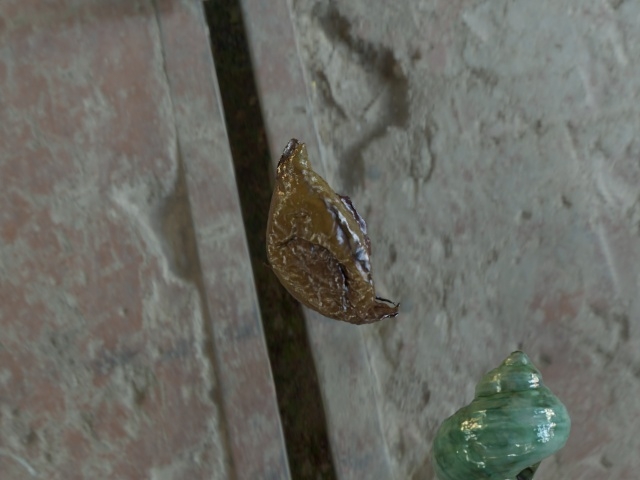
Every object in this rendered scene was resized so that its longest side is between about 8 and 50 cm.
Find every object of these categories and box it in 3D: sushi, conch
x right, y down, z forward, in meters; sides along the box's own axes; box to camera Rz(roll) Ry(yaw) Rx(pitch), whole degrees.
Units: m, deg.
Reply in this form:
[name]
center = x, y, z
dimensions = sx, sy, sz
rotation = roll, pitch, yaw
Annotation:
[sushi]
center = 0.000, 0.000, 0.592
dimensions = 0.050, 0.047, 0.099
rotation = -17, 102, 20
[conch]
center = 0.201, 0.224, 1.343
dimensions = 0.122, 0.176, 0.188
rotation = 48, 118, 39
